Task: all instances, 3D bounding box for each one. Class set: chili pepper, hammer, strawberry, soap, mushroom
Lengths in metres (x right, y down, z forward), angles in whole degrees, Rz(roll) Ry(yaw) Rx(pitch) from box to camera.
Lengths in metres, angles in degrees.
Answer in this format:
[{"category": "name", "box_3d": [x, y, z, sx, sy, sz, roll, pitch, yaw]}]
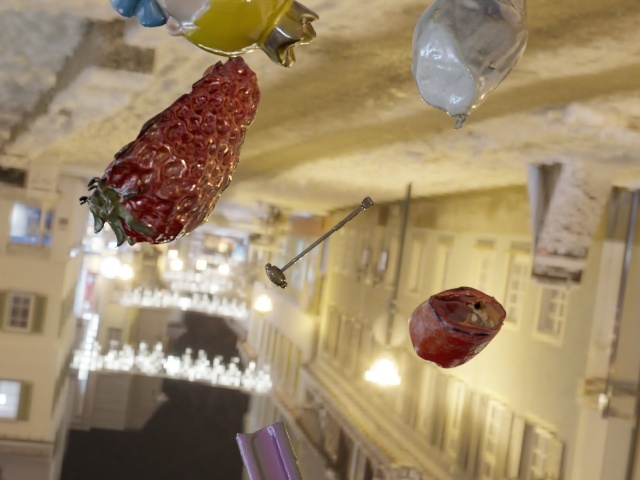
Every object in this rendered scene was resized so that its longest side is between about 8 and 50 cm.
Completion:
[{"category": "chili pepper", "box_3d": [0.146, 0.105, 1.221, 0.086, 0.084, 0.192, 49, 159, 10]}, {"category": "hammer", "box_3d": [0.000, 0.000, 0.981, 0.029, 0.123, 0.014, 52, -168, 0]}, {"category": "strawberry", "box_3d": [-0.186, -0.100, 1.428, 0.150, 0.280, 0.253, 45, 139, -6]}, {"category": "soap", "box_3d": [-0.039, 0.331, 1.269, 0.065, 0.122, 0.203, -19, -131, -7]}, {"category": "mushroom", "box_3d": [0.162, -0.230, 1.100, 0.109, 0.097, 0.351, 23, -145, 0]}]

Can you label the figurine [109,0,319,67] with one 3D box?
[{"category": "figurine", "box_3d": [-0.101, -0.247, 0.853, 0.234, 0.127, 0.185, 42, 148, 17]}]
